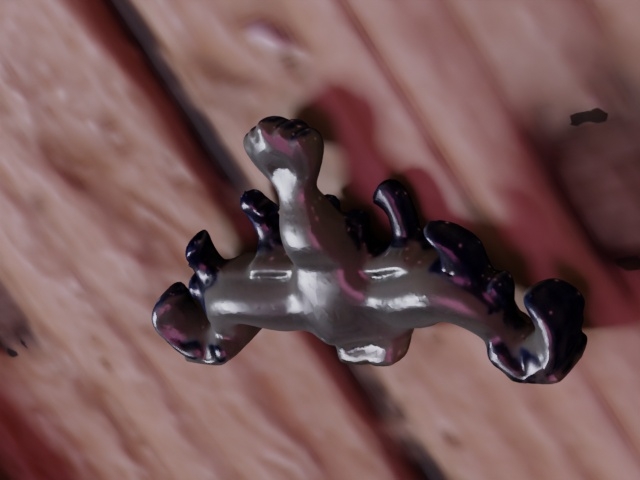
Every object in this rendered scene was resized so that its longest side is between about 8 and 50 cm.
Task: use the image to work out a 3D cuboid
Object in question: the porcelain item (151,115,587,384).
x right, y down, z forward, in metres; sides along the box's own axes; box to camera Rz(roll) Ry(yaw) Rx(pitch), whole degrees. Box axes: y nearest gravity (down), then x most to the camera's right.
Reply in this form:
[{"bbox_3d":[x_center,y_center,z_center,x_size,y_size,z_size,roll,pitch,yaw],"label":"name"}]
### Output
[{"bbox_3d":[0.000,0.000,0.482,0.136,0.021,0.075,0,125,40],"label":"porcelain item"}]
